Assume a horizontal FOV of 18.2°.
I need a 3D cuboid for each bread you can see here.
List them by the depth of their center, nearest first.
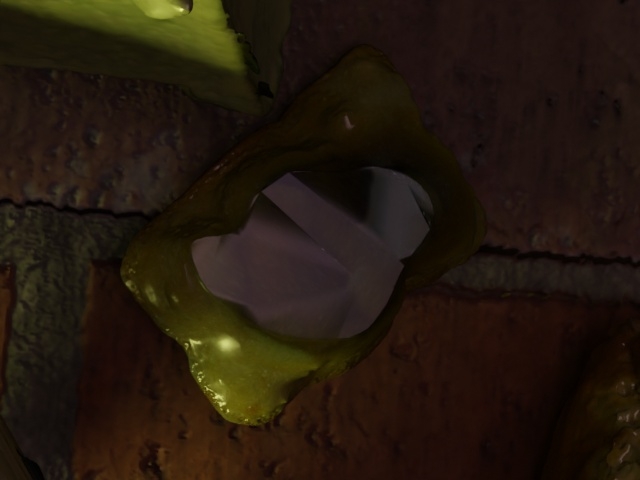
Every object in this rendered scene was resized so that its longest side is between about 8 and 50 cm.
[{"bbox_3d":[0.000,0.000,1.246,0.233,0.088,0.161,-41,98,-15],"label":"bread"},{"bbox_3d":[0.215,0.174,1.272,0.133,0.179,0.250,19,86,-13],"label":"bread"}]

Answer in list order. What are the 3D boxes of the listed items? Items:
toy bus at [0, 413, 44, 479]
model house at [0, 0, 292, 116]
[{"bbox_3d":[-0.280,0.086,1.078,0.202,0.177,0.365,-30,85,-9],"label":"toy bus"},{"bbox_3d":[-0.141,-0.239,1.145,0.266,0.261,0.321,5,72,7],"label":"model house"}]
